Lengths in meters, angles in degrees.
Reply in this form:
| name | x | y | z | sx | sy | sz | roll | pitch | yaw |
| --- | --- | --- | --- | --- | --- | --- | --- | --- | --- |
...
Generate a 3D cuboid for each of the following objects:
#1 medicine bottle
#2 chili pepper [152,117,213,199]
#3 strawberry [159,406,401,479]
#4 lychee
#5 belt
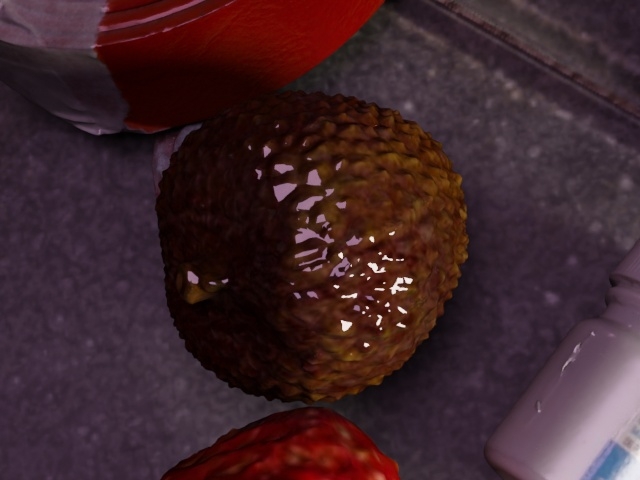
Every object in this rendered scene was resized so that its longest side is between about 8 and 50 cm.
| name | x | y | z | sx | sy | sz | roll | pitch | yaw |
| --- | --- | --- | --- | --- | --- | --- | --- | --- | --- |
| medicine bottle | 0.180 | 0.087 | 0.925 | 0.105 | 0.105 | 0.168 | 35 | 83 | 17 |
| chili pepper | -0.084 | -0.055 | 1.046 | 0.050 | 0.041 | 0.153 | -1 | 56 | -11 |
| strawberry | -0.069 | 0.251 | 0.833 | 0.292 | 0.292 | 0.310 | -13 | 79 | 6 |
| lychee | -0.007 | 0.001 | 0.944 | 0.194 | 0.194 | 0.194 | -3 | 74 | 9 |
| belt | -0.081 | -0.201 | 1.033 | 0.324 | 0.115 | 0.227 | -39 | 61 | -6 |
